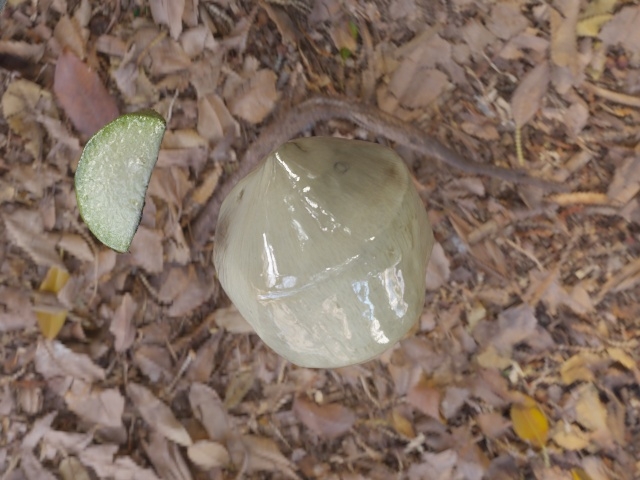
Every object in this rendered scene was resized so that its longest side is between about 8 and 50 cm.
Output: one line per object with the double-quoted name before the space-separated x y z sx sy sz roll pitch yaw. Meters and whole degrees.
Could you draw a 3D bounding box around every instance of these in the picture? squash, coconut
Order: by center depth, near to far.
"coconut" 0.000 0.000 0.920 0.224 0.224 0.224 -3 115 -7
"squash" -0.283 -0.092 1.338 0.085 0.184 0.192 15 96 -29

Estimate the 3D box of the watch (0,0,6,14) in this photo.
"watch" -0.239 -0.151 0.479 0.193 0.068 0.206 25 92 -42
